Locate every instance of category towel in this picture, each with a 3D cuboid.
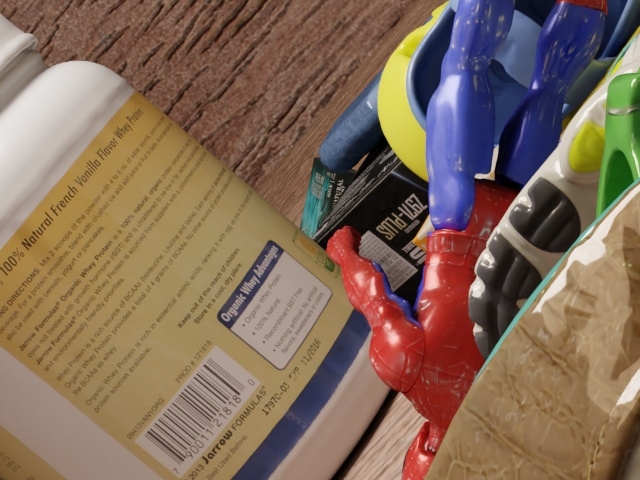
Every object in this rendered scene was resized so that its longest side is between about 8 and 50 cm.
[{"bbox_3d":[0.047,-0.093,1.193,0.119,0.029,0.067,-46,7,34],"label":"towel"}]

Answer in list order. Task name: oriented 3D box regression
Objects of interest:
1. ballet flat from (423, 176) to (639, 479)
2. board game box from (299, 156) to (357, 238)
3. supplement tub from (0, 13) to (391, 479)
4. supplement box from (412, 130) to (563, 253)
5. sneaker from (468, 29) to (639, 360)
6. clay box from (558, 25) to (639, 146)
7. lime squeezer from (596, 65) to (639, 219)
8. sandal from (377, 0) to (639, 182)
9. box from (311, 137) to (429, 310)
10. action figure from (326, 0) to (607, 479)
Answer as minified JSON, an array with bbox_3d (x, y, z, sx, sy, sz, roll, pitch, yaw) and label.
[{"bbox_3d":[0.147,0.003,0.415,0.342,0.116,0.124,-47,26,5],"label":"ballet flat"},{"bbox_3d":[0.000,0.000,1.495,0.186,0.026,0.126,-132,55,-84],"label":"board game box"},{"bbox_3d":[-0.133,0.038,1.111,0.228,0.316,0.228,-48,7,8],"label":"supplement tub"},{"bbox_3d":[0.099,-0.012,0.933,0.098,0.062,0.036,-45,8,51],"label":"supplement box"},{"bbox_3d":[0.152,-0.058,0.672,0.275,0.107,0.110,-48,-2,27],"label":"sneaker"},{"bbox_3d":[0.178,-0.087,0.840,0.222,0.053,0.127,-52,6,-13],"label":"clay box"},{"bbox_3d":[0.122,-0.012,0.533,0.310,0.110,0.059,-52,23,-1],"label":"lime squeezer"},{"bbox_3d":[0.159,-0.160,0.959,0.317,0.126,0.138,-53,-4,-10],"label":"sandal"},{"bbox_3d":[0.087,-0.052,1.165,0.180,0.077,0.147,-44,10,49],"label":"box"},{"bbox_3d":[0.060,-0.018,0.832,0.139,0.091,0.280,157,125,-69],"label":"action figure"}]
